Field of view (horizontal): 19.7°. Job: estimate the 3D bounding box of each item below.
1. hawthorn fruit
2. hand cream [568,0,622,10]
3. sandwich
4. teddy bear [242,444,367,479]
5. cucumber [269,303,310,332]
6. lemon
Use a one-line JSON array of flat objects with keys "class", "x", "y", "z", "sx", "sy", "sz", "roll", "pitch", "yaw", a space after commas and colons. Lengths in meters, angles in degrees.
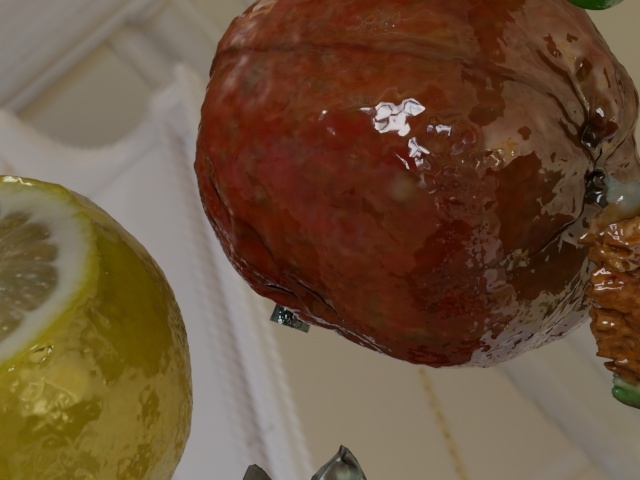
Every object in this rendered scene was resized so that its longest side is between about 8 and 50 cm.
[{"class": "hawthorn fruit", "x": 0.058, "y": -0.046, "z": 1.077, "sx": 0.258, "sy": 0.261, "sz": 0.258, "roll": -3, "pitch": 90, "yaw": -87}, {"class": "hand cream", "x": 0.166, "y": -0.164, "z": 0.788, "sx": 0.050, "sy": 0.079, "sz": 0.275, "roll": 36, "pitch": -18, "yaw": -4}, {"class": "sandwich", "x": 0.230, "y": 0.026, "z": 0.922, "sx": 0.160, "sy": 0.184, "sz": 0.109, "roll": 71, "pitch": 34, "yaw": -42}, {"class": "teddy bear", "x": 0.033, "y": 0.188, "z": 0.878, "sx": 0.111, "sy": 0.133, "sz": 0.213, "roll": 63, "pitch": -6, "yaw": -27}, {"class": "cucumber", "x": 0.000, "y": 0.000, "z": 1.318, "sx": 0.032, "sy": 0.133, "sz": 0.032, "roll": 20, "pitch": -4, "yaw": 2}, {"class": "lemon", "x": -0.188, "y": 0.097, "z": 1.099, "sx": 0.240, "sy": 0.240, "sz": 0.219, "roll": -113, "pitch": -176, "yaw": -48}]
